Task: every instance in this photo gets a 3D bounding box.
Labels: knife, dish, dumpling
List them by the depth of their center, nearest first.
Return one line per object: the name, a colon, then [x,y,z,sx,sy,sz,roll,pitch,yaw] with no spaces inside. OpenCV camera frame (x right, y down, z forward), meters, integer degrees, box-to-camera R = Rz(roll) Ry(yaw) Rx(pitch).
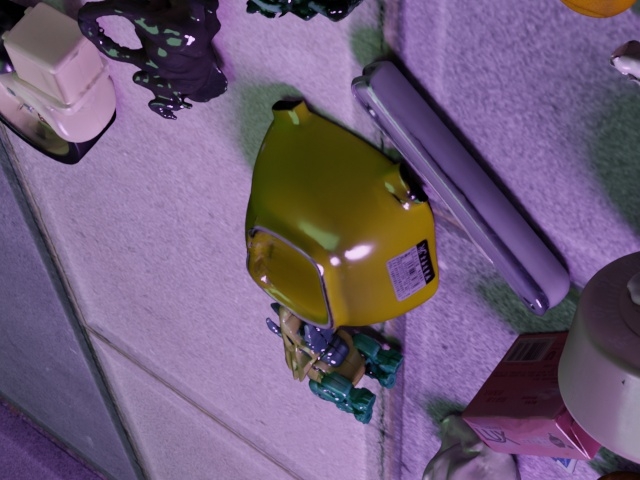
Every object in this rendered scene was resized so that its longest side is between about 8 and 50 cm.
knife: [0.116,-0.041,1.088,0.265,0.040,0.073,49,166,-17]
dish: [0.000,0.000,1.253,0.221,0.108,0.262,33,155,17]
dumpling: [0.169,0.264,1.470,0.188,0.108,0.127,-152,46,-67]

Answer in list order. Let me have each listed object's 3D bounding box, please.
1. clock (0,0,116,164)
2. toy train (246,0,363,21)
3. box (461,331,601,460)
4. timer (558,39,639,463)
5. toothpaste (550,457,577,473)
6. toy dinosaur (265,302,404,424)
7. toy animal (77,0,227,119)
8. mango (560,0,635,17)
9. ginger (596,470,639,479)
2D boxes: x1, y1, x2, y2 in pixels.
clock: [-0.395,-0.236,1.453,0.379,0.120,0.276,30,158,13]
toy train: [-0.074,-0.260,0.922,0.269,0.115,0.154,34,147,18]
box: [0.210,0.139,1.169,0.060,0.111,0.156,47,157,-14]
timer: [0.255,0.004,0.862,0.175,0.175,0.266,25,135,33]
toothpaste: [0.247,0.186,1.289,0.057,0.035,0.197,41,160,17]
toy dinosaur: [0.019,0.153,1.519,0.153,0.094,0.259,32,163,20]
toy animal: [-0.140,-0.198,1.187,0.148,0.084,0.232,30,155,-3]
mango: [0.147,-0.192,0.739,0.098,0.075,0.190,52,174,39]
ginger: [0.328,0.284,1.283,0.162,0.073,0.103,30,153,26]
